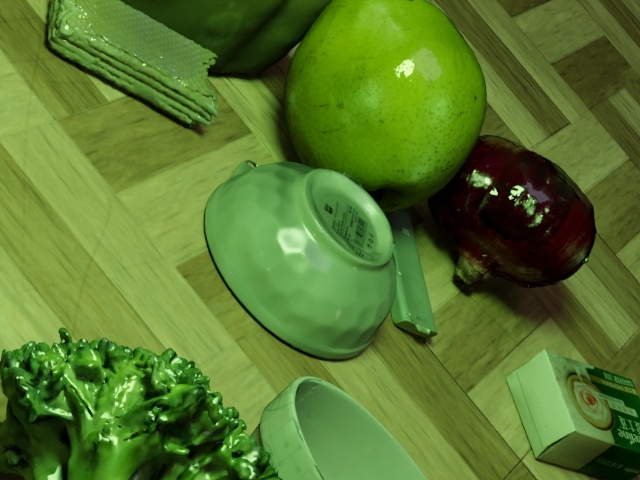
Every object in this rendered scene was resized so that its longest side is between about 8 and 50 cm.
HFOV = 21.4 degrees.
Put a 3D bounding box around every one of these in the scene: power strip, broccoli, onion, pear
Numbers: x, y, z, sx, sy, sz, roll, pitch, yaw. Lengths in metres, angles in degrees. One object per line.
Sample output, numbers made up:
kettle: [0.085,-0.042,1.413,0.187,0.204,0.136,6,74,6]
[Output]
power strip: [0.110,0.032,2.265,0.060,0.027,0.252,25,37,-32]
broccoli: [-0.182,0.227,1.513,0.288,0.248,0.245,24,52,19]
onion: [0.258,-0.024,2.360,0.252,0.219,0.252,29,-12,7]
pear: [0.085,-0.178,2.232,0.294,0.294,0.294,32,34,-25]

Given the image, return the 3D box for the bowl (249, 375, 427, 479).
bowl: [0.015,0.292,1.699,0.287,0.144,0.287,46,14,-15]

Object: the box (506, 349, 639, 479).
box: [0.359,0.241,2.294,0.199,0.081,0.135,18,42,-38]

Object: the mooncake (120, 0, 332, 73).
mooncake: [-0.142,-0.413,2.290,0.378,0.201,0.378,31,35,-25]

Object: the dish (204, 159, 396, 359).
dish: [0.000,0.000,2.075,0.303,0.120,0.303,31,35,-26]

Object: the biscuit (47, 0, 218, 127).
biscuit: [-0.231,-0.232,2.107,0.239,0.062,0.108,27,38,-29]
